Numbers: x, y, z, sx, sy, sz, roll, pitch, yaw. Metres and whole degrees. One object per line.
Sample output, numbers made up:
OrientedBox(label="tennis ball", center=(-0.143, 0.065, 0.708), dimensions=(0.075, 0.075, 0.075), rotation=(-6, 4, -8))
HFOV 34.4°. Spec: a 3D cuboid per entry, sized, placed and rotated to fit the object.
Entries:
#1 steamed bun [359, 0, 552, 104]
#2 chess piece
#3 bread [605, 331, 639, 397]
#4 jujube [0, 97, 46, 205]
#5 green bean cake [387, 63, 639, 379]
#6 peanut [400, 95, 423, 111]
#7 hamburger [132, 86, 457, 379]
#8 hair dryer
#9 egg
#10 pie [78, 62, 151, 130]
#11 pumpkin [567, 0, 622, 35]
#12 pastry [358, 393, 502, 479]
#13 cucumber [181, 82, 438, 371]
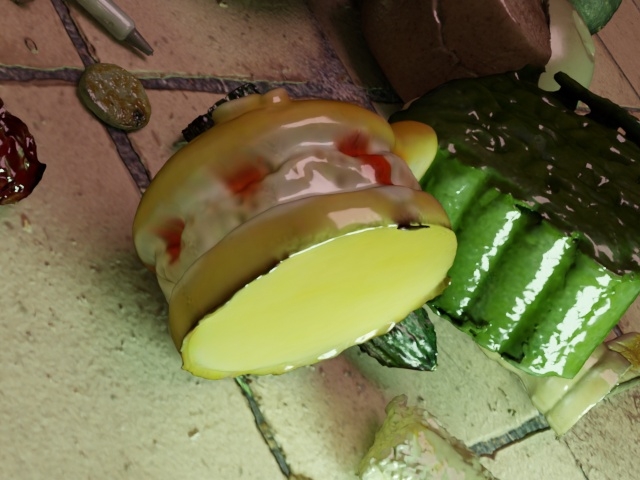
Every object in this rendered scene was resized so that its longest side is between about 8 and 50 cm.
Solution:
OrientedBox(label="steamed bun", center=(0.171, -0.329, 1.430), dimensions=(0.199, 0.251, 0.301), rotation=(34, 36, -48))
OrientedBox(label="chess piece", center=(0.231, 0.090, 1.258), dimensions=(0.301, 0.137, 0.137), rotation=(47, 31, 17))
OrientedBox(label="bread", center=(0.399, 0.176, 1.414), dimensions=(0.214, 0.053, 0.073), rotation=(-12, 63, -51))
OrientedBox(label="jujube", center=(-0.292, -0.093, 0.812), dimensions=(0.166, 0.104, 0.104), rotation=(45, 34, -13))
OrientedBox(label="green bean cake", center=(0.237, -0.038, 1.153), dimensions=(0.335, 0.218, 0.319), rotation=(33, 32, 14))
OrientedBox(label="peanut", center=(0.190, -0.100, 1.387), dimensions=(0.228, 0.104, 0.086), rotation=(41, 27, -12))
OrientedBox(label="hamburger", center=(-0.012, -0.018, 0.907), dimensions=(0.302, 0.261, 0.186), rotation=(-14, 65, -18))
OrientedBox(label="hair dryer", center=(-0.242, -0.267, 1.099), dimensions=(0.183, 0.044, 0.155), rotation=(36, 37, -30))
OrientedBox(label="egg", center=(0.312, -0.276, 1.596), dimensions=(0.219, 0.219, 0.269), rotation=(38, 49, -18))
OrientedBox(label="pie", center=(-0.206, -0.145, 1.036), dimensions=(0.085, 0.017, 0.085), rotation=(30, 40, -29))
OrientedBox(label="pumpkin", center=(0.378, -0.491, 1.823), dimensions=(0.257, 0.291, 0.328), rotation=(38, 41, -65))
OrientedBox(label="pastry", center=(0.138, 0.272, 0.986), dimensions=(0.258, 0.089, 0.121), rotation=(48, 46, 1))
OrientedBox(label="cucumber", center=(0.000, 0.000, 1.079), dimensions=(0.359, 0.096, 0.096), rotation=(52, 33, -3))
